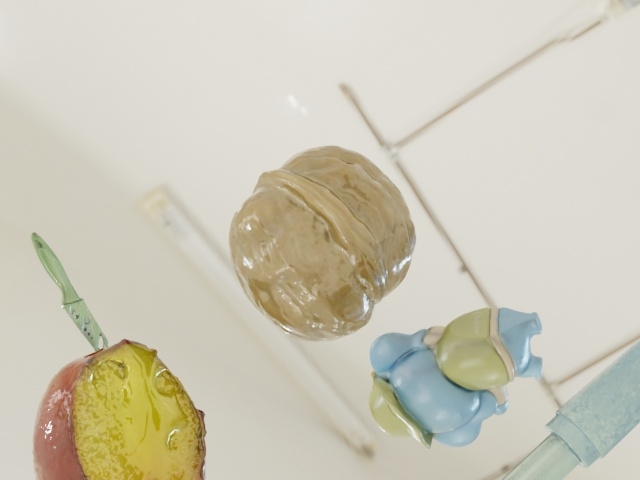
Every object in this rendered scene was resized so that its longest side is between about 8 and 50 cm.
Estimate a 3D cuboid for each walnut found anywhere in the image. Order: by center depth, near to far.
[{"bbox_3d":[0.000,0.000,1.982,0.285,0.296,0.285,37,154,22],"label":"walnut"}]

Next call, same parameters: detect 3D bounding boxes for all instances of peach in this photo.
[{"bbox_3d":[-0.311,0.321,2.015,0.281,0.281,0.338,-104,22,-64],"label":"peach"}]

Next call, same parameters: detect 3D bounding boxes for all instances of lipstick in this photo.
[{"bbox_3d":[0.242,0.203,1.271,0.061,0.274,0.068,50,174,-15],"label":"lipstick"}]

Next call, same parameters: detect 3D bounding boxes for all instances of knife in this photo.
[{"bbox_3d":[-0.446,0.100,2.287,0.020,0.043,0.293,17,143,44],"label":"knife"}]

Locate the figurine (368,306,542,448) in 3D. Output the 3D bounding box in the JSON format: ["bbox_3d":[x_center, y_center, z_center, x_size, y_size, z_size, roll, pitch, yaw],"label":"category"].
[{"bbox_3d":[0.188,0.187,1.745,0.180,0.262,0.154,52,-154,-48],"label":"figurine"}]
